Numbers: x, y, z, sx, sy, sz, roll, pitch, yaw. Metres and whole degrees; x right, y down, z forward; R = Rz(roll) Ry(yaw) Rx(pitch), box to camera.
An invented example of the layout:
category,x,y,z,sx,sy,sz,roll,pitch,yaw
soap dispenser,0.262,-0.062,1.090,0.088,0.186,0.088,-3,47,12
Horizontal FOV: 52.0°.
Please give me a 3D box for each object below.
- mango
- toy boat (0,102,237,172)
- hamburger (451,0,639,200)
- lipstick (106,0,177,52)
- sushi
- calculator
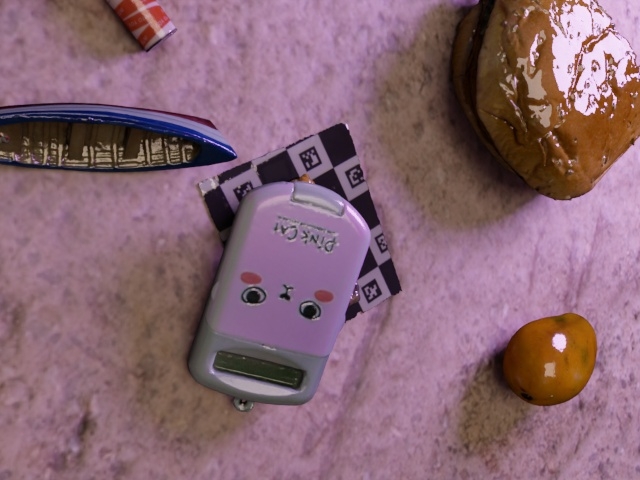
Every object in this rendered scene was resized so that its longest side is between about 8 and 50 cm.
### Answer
category,x,y,z,sx,sy,sz,roll,pitch,yaw
mango,0.306,0.155,0.856,0.163,0.089,0.111,-2,91,-36
toy boat,-0.189,-0.096,0.604,0.229,0.080,0.046,-3,58,-28
hamburger,0.271,-0.176,0.807,0.211,0.132,0.309,-48,113,-21
lipstick,-0.189,-0.241,0.611,0.038,0.038,0.130,-44,110,-20
sushi,0.000,0.000,0.710,0.192,0.050,0.215,-26,103,-25
calculator,-0.042,0.061,0.661,0.141,0.045,0.246,18,97,-17
